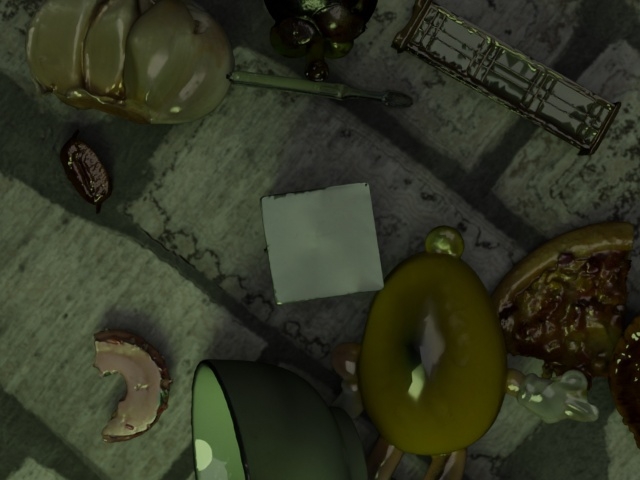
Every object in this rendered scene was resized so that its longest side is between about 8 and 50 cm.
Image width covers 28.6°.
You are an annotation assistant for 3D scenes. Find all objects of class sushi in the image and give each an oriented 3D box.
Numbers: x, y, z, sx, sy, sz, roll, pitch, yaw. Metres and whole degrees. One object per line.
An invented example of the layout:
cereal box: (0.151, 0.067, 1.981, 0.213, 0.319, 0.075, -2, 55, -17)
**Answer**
sushi: (-0.338, -0.097, 1.812, 0.052, 0.055, 0.120, -34, 102, -9)

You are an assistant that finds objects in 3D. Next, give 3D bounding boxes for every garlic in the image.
garlic: (-0.248, -0.264, 1.748, 0.281, 0.185, 0.203, 13, 91, 21)

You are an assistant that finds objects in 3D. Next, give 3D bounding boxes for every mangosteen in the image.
mangosteen: (-0.009, -0.333, 1.746, 0.172, 0.172, 0.184, 33, 102, -1)

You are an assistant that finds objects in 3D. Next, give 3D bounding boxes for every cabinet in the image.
cabinet: (0.000, 0.000, 1.735, 0.150, 0.206, 0.145, -9, 92, 1)

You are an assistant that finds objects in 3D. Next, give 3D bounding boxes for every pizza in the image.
pizza: (0.366, 0.112, 1.800, 0.289, 0.081, 0.228, -36, 91, 1)

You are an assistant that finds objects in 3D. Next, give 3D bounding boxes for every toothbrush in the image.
toothbrush: (0.004, -0.211, 1.755, 0.294, 0.028, 0.026, 5, 97, -25)

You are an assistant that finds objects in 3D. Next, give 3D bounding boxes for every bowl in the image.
bowl: (-0.049, 0.324, 1.703, 0.185, 0.354, 0.354, -7, 92, -17)

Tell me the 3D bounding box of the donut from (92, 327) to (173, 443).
donut: (-0.268, 0.204, 1.816, 0.117, 0.065, 0.166, -5, 93, 2)

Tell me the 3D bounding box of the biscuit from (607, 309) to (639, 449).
biscuit: (0.561, 0.205, 1.763, 0.289, 0.081, 0.334, -17, 112, 17)

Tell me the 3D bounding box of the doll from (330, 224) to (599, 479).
doll: (0.169, 0.233, 1.752, 0.348, 0.161, 0.423, 38, 102, 4)

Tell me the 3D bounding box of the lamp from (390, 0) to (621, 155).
lamp: (0.261, -0.234, 1.784, 0.325, 0.089, 0.090, 30, 93, 0)
